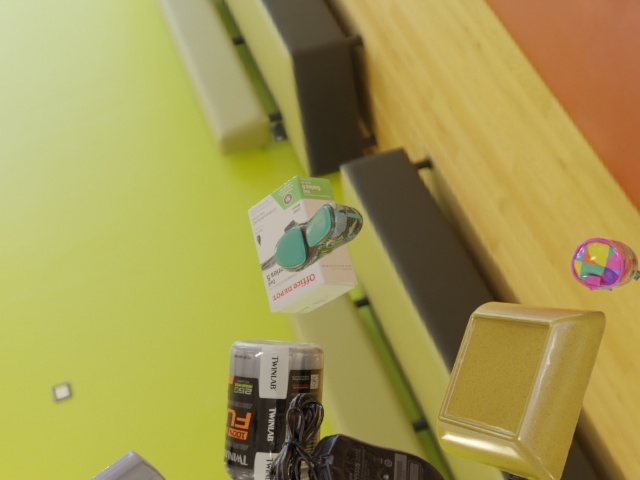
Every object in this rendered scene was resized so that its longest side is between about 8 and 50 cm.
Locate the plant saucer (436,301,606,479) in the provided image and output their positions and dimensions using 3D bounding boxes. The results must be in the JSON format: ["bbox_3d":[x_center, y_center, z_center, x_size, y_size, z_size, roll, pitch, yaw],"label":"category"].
[{"bbox_3d":[0.359,0.269,1.662,0.333,0.081,0.333,-1,66,60],"label":"plant saucer"}]

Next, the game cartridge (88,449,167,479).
[{"bbox_3d":[-0.406,0.605,1.882,0.060,0.196,0.294,24,143,46],"label":"game cartridge"}]

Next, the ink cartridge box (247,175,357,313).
[{"bbox_3d":[-0.046,0.014,2.029,0.198,0.115,0.273,-32,65,41],"label":"ink cartridge box"}]

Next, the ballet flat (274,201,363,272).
[{"bbox_3d":[0.000,0.000,1.177,0.188,0.070,0.070,-30,76,59],"label":"ballet flat"}]

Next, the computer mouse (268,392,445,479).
[{"bbox_3d":[0.058,0.349,1.264,0.188,0.272,0.072,-73,7,-52],"label":"computer mouse"}]

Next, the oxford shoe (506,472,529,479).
[{"bbox_3d":[0.472,0.621,1.977,0.096,0.083,0.227,14,-107,-65],"label":"oxford shoe"}]

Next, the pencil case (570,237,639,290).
[{"bbox_3d":[0.536,0.047,1.612,0.236,0.104,0.104,7,-120,-62],"label":"pencil case"}]

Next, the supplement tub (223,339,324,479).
[{"bbox_3d":[-0.101,0.387,1.844,0.207,0.207,0.338,161,112,-78],"label":"supplement tub"}]
